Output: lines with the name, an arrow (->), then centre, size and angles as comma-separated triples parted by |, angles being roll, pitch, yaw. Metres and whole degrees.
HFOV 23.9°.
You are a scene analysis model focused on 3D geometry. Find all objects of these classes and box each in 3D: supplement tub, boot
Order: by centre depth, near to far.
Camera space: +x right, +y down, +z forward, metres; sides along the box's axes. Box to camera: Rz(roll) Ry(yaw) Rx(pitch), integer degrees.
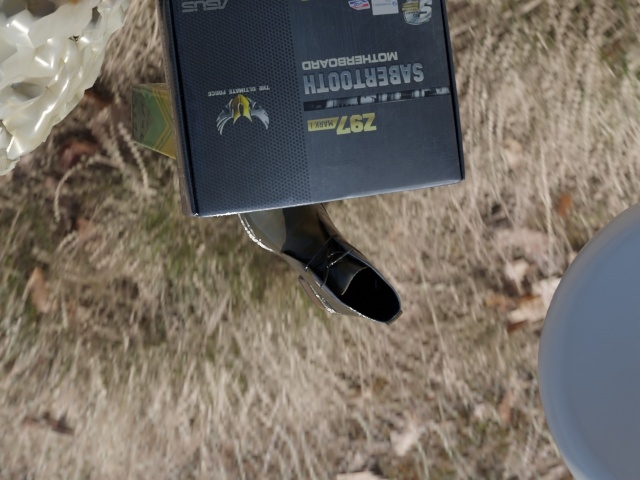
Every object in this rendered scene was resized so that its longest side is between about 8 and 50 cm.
supplement tub -> 0.316, 0.096, 1.049 | 0.241, 0.331, 0.241 | -5, 80, 29
boot -> 0.000, 0.000, 1.457 | 0.082, 0.106, 0.219 | -51, 126, -13

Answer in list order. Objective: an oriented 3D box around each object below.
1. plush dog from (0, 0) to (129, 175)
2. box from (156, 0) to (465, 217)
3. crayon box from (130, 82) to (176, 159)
plush dog -> -0.140, -0.112, 0.415 | 0.262, 0.210, 0.225 | -39, 74, 31
box -> -0.007, -0.122, 1.222 | 0.232, 0.059, 0.183 | -7, 94, -14
crayon box -> -0.095, -0.145, 1.832 | 0.202, 0.318, 0.081 | -4, 101, -22
